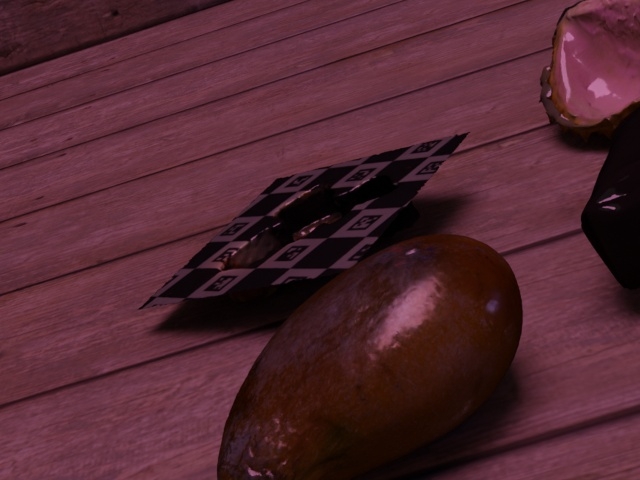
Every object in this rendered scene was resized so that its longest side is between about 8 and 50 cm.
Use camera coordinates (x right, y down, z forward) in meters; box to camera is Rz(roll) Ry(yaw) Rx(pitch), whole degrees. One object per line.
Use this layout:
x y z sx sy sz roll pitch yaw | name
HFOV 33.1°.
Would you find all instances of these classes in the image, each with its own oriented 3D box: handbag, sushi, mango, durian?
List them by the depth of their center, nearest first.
0.039 0.115 0.909 0.316 0.146 0.193 -42 28 -15 | mango
0.379 -0.092 1.019 0.257 0.113 0.285 -39 5 33 | handbag
0.000 0.000 1.292 0.320 0.068 0.339 -12 23 37 | sushi
0.384 -0.208 1.352 0.305 0.185 0.195 3 51 49 | durian
